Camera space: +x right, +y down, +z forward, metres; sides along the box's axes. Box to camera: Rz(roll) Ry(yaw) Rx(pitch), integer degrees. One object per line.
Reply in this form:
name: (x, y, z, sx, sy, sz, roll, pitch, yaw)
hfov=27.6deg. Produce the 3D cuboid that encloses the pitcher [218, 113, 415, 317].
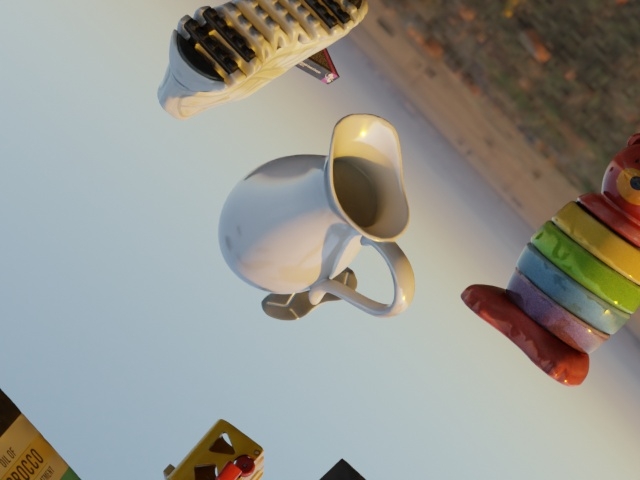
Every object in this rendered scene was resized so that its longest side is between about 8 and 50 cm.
pitcher: (0.000, 0.000, 1.190, 0.125, 0.207, 0.177, -9, -101, -37)

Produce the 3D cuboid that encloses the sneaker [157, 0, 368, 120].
sneaker: (-0.066, -0.221, 1.430, 0.110, 0.292, 0.118, 51, 141, 9)

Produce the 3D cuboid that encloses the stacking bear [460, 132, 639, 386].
stacking bear: (0.335, 0.011, 1.563, 0.175, 0.289, 0.164, 41, -167, 26)

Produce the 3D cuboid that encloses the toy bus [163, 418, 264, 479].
toy bus: (-0.166, 0.341, 1.778, 0.104, 0.191, 0.202, 34, -163, 17)

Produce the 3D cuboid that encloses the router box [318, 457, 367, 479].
router box: (-0.049, 0.396, 1.335, 0.081, 0.309, 0.243, 39, 158, 27)

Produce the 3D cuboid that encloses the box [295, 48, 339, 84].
box: (-0.038, -0.317, 2.041, 0.162, 0.029, 0.116, 22, -139, -59)

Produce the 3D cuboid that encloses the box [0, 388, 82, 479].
box: (-0.221, 0.164, 0.865, 0.244, 0.060, 0.100, 50, -162, -8)

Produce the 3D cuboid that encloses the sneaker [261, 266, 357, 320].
sneaker: (-0.015, 0.079, 1.979, 0.061, 0.152, 0.053, -85, -24, -74)
